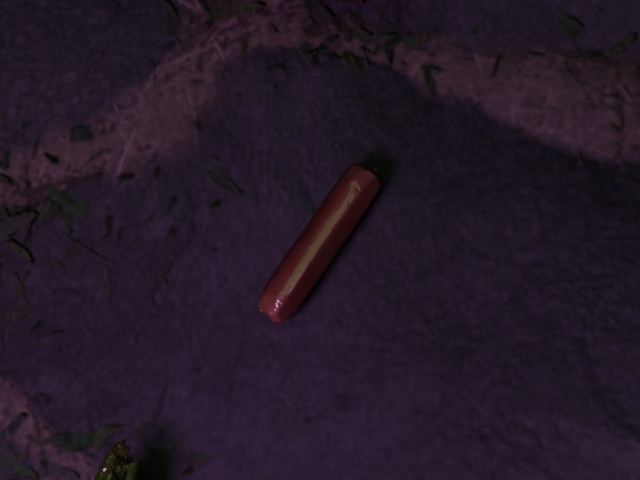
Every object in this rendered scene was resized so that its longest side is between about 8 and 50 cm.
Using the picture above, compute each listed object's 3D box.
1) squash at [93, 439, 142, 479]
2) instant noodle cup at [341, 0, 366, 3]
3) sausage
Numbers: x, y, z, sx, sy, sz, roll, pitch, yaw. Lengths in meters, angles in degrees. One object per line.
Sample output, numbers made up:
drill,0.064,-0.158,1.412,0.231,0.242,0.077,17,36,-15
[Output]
squash,-0.186,0.317,1.211,0.094,0.094,0.341,4,80,13
instant noodle cup,-0.029,-0.293,1.264,0.178,0.235,0.235,15,80,6
sausage,0.000,0.000,1.276,0.030,0.035,0.147,30,84,41
